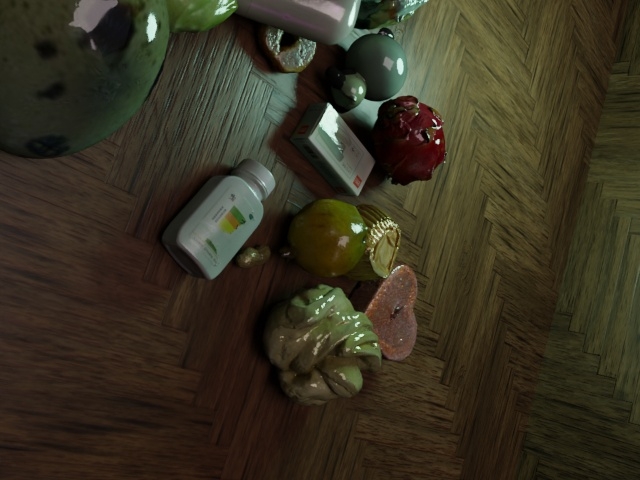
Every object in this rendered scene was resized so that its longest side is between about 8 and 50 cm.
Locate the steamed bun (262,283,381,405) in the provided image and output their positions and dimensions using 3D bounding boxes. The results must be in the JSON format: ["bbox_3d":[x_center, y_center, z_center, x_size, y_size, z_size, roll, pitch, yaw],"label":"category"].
[{"bbox_3d":[0.017,0.295,1.757,0.325,0.230,0.372,-33,120,-35],"label":"steamed bun"}]

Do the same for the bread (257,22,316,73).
[{"bbox_3d":[-0.086,-0.527,1.655,0.193,0.064,0.193,-10,106,-40],"label":"bread"}]

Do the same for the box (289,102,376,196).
[{"bbox_3d":[0.042,-0.253,1.809,0.269,0.079,0.135,46,64,-39],"label":"box"}]

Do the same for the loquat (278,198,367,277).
[{"bbox_3d":[0.000,0.000,1.723,0.246,0.213,0.213,-19,110,-18],"label":"loquat"}]

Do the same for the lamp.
[{"bbox_3d":[0.133,-0.470,1.812,0.244,0.198,0.197,-39,123,-18],"label":"lamp"}]

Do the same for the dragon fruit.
[{"bbox_3d":[0.260,-0.287,1.903,0.250,0.250,0.315,-36,141,-37],"label":"dragon fruit"}]

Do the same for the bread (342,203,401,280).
[{"bbox_3d":[0.144,0.007,1.908,0.240,0.139,0.240,-6,98,-48],"label":"bread"}]

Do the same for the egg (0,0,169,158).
[{"bbox_3d":[-0.445,-0.334,1.088,0.345,0.345,0.428,15,111,-46],"label":"egg"}]

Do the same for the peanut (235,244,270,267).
[{"bbox_3d":[-0.171,0.041,1.650,0.113,0.054,0.054,-18,108,-46],"label":"peanut"}]

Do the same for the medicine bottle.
[{"bbox_3d":[-0.231,-0.058,1.530,0.296,0.111,0.161,-54,129,-28],"label":"medicine bottle"}]

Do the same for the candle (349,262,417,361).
[{"bbox_3d":[0.194,0.224,2.000,0.287,0.131,0.316,-4,97,-43],"label":"candle"}]

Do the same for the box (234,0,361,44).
[{"bbox_3d":[-0.061,-0.641,1.533,0.349,0.141,0.288,15,84,-17],"label":"box"}]

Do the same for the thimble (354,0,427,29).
[{"bbox_3d":[0.145,-0.692,1.708,0.167,0.288,0.254,-29,145,-38],"label":"thimble"}]

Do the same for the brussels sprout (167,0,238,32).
[{"bbox_3d":[-0.306,-0.579,1.295,0.328,0.247,0.328,-34,133,-48],"label":"brussels sprout"}]
